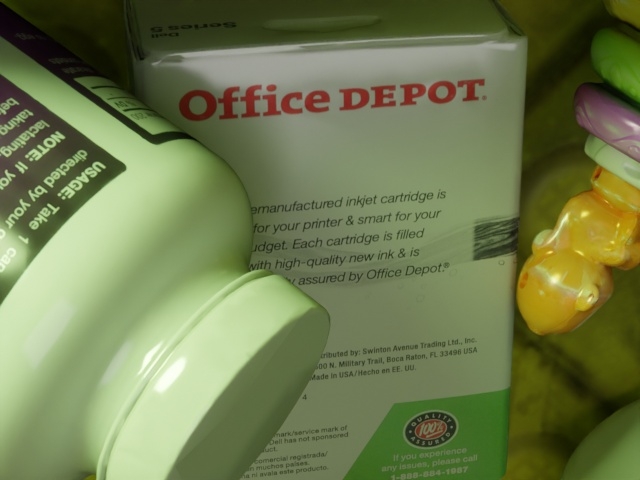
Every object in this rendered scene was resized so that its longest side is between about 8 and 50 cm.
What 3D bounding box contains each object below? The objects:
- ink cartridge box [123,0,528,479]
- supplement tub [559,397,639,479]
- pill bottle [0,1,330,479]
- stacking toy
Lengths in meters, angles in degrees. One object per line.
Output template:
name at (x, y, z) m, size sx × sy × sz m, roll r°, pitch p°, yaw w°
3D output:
ink cartridge box at (0.000, 0.000, 0.928) m, size 0.198 × 0.115 × 0.273 m, roll -4°, pitch 117°, yaw -8°
supplement tub at (0.267, 0.242, 1.055) m, size 0.191 × 0.191 × 0.272 m, roll -24°, pitch 118°, yaw 3°
pill bottle at (-0.160, -0.009, 0.780) m, size 0.323 × 0.181 × 0.181 m, roll 36°, pitch 110°, yaw 16°
stacking toy at (0.190, -0.078, 0.865) m, size 0.165 × 0.175 × 0.302 m, roll 25°, pitch 101°, yaw -21°
